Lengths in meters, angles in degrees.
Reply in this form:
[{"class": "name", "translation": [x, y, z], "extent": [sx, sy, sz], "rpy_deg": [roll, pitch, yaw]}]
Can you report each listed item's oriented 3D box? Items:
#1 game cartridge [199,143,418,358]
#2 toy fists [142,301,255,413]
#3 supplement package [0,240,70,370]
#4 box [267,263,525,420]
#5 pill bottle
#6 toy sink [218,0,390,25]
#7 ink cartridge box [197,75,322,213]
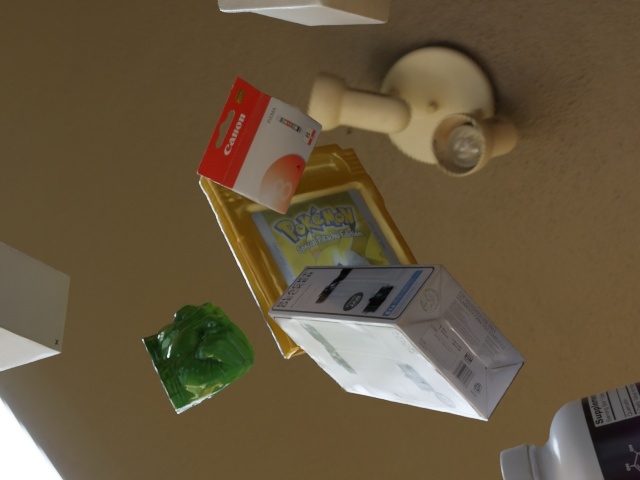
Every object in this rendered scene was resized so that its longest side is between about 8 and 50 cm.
[{"class": "game cartridge", "translation": [0.000, 0.000, 1.425], "extent": [0.323, 0.285, 0.052], "rpy_deg": [62, -35, 18]}, {"class": "toy fists", "translation": [-0.188, 0.165, 1.399], "extent": [0.096, 0.142, 0.279], "rpy_deg": [67, -13, -13]}, {"class": "supplement package", "translation": [-0.568, 0.114, 1.529], "extent": [0.203, 0.194, 0.149], "rpy_deg": [-18, -124, 27]}, {"class": "box", "translation": [0.079, 0.113, 1.085], "extent": [0.169, 0.087, 0.290], "rpy_deg": [46, -23, -20]}, {"class": "pill bottle", "translation": [0.343, 0.214, 0.847], "extent": [0.323, 0.181, 0.181], "rpy_deg": [-20, -84, 14]}, {"class": "toy sink", "translation": [-0.016, -0.379, 1.243], "extent": [0.234, 0.131, 0.152], "rpy_deg": [12, -82, 49]}, {"class": "ink cartridge box", "translation": [-0.079, -0.128, 1.262], "extent": [0.045, 0.179, 0.145], "rpy_deg": [22, -91, 30]}]
